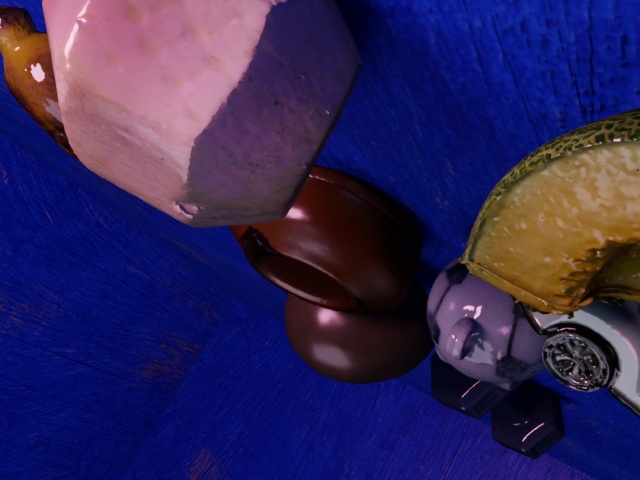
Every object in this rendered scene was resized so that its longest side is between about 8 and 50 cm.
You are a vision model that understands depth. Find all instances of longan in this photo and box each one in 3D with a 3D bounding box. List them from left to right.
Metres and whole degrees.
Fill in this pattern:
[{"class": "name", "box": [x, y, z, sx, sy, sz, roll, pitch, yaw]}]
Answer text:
[{"class": "longan", "box": [0.062, 0.121, 0.981, 0.246, 0.215, 0.246, 20, -148, -13]}]

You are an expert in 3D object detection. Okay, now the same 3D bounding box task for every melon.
[{"class": "melon", "box": [0.230, -0.011, 0.344, 0.265, 0.129, 0.169, 28, 149, 28]}]

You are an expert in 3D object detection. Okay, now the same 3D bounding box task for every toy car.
[{"class": "toy car", "box": [0.303, 0.096, 0.453, 0.306, 0.136, 0.125, 40, 138, 18]}]

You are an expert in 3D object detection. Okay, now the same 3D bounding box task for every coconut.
[{"class": "coconut", "box": [-0.096, -0.120, 0.461, 0.237, 0.197, 0.237, 26, 172, 4]}]

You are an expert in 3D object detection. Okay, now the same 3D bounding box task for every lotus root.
[{"class": "lotus root", "box": [-0.295, -0.177, 0.802, 0.314, 0.141, 0.169, 38, 168, -31]}]

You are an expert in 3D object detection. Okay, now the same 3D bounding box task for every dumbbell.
[{"class": "dumbbell", "box": [0.353, 0.310, 1.223, 0.144, 0.160, 0.325, -23, 134, 35]}]

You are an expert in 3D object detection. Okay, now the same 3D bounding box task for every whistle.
[{"class": "whistle", "box": [0.213, 0.076, 0.707, 0.164, 0.163, 0.290, 22, -157, 32]}]

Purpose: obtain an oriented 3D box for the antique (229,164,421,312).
[{"class": "antique", "box": [0.000, 0.000, 0.808, 0.278, 0.129, 0.223, 32, 156, -12]}]
